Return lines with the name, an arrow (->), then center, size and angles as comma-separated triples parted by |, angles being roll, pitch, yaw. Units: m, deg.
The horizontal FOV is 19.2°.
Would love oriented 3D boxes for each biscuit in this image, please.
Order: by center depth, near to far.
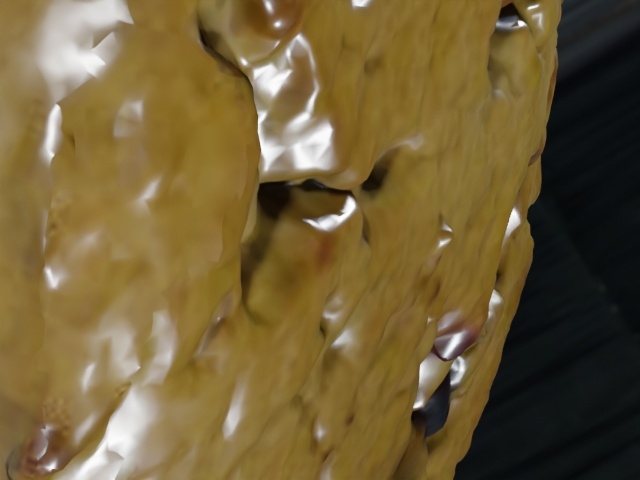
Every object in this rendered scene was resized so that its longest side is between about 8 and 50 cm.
biscuit -> 0.002, 0.001, 0.472 | 0.075, 0.296, 0.296 | 19, -12, 19
